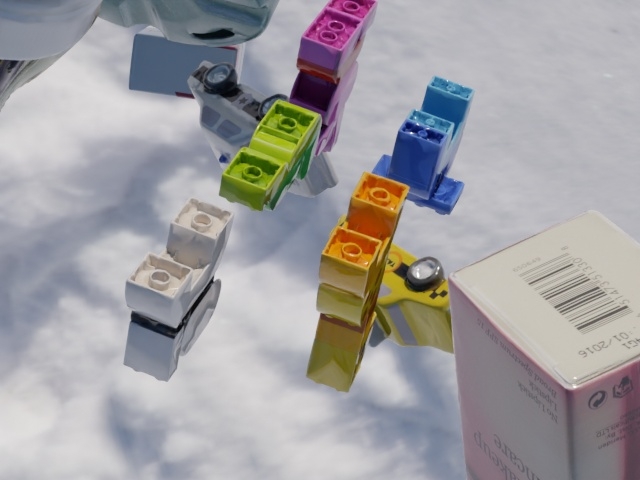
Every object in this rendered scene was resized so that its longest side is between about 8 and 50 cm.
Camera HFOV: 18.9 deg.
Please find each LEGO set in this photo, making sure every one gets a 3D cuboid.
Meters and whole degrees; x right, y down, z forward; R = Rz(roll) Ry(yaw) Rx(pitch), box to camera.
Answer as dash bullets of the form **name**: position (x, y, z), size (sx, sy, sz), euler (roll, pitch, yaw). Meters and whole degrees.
- **LEGO set**: position (0.000, 0.000, 0.790), size (0.087, 0.227, 0.093), euler (21, 130, 10)

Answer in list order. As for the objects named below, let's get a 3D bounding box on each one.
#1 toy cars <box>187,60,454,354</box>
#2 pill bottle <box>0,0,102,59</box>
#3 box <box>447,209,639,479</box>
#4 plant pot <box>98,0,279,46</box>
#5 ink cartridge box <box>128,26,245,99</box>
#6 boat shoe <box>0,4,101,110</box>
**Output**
- **toy cars**: position (-0.004, -0.020, 1.864), size (0.087, 0.176, 0.393), euler (-41, 85, -16)
- **pill bottle**: position (-0.135, -0.242, 1.024), size (0.169, 0.169, 0.301), euler (45, 134, 14)
- **box**: position (0.183, 0.123, 1.323), size (0.148, 0.127, 0.232), euler (45, 151, 46)
- **plant pot**: position (-0.116, -0.373, 1.695), size (0.341, 0.341, 0.334), euler (14, 74, 20)
- **ink cartridge box**: position (-0.141, -0.190, 2.051), size (0.109, 0.150, 0.063), euler (8, 100, 0)
- **boat shoe**: position (-0.300, -0.132, 1.553), size (0.285, 0.092, 0.103), euler (-41, 70, 16)
